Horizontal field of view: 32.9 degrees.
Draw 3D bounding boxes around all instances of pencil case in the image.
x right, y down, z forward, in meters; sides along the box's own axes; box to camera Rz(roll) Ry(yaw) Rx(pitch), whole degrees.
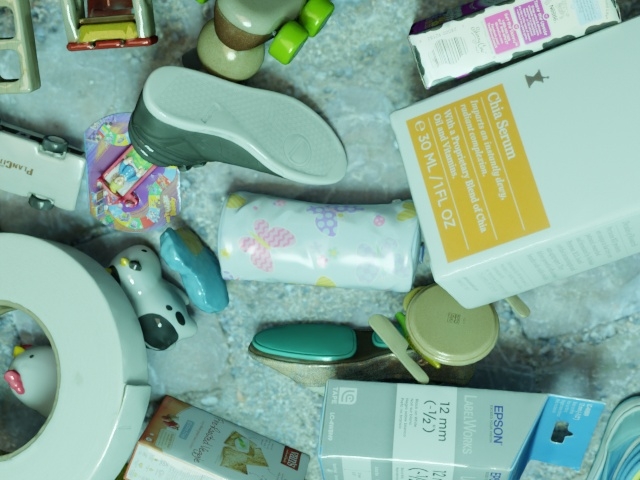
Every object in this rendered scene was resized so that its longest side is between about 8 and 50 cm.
[{"bbox_3d":[0.000,0.000,1.425,0.273,0.113,0.124,3,87,5],"label":"pencil case"}]

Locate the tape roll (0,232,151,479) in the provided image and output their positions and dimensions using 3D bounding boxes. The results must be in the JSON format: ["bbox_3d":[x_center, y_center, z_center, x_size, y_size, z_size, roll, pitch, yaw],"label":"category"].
[{"bbox_3d":[-0.407,0.183,1.414,0.392,0.072,0.391,-3,81,20],"label":"tape roll"}]

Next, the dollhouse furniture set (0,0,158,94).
[{"bbox_3d":[-0.384,-0.238,1.366,0.374,0.201,0.152,-3,105,1],"label":"dollhouse furniture set"}]

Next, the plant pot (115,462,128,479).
[{"bbox_3d":[-0.361,0.393,1.545,0.212,0.212,0.187,40,93,-5],"label":"plant pot"}]

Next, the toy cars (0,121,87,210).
[{"bbox_3d":[-0.503,-0.077,1.482,0.394,0.087,0.176,-20,110,9],"label":"toy cars"}]

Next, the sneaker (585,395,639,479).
[{"bbox_3d":[0.410,0.385,1.435,0.127,0.208,0.318,9,107,3],"label":"sneaker"}]

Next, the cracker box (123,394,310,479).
[{"bbox_3d":[-0.139,0.315,1.510,0.232,0.155,0.067,24,107,-1],"label":"cracker box"}]

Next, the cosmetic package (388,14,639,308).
[{"bbox_3d":[0.334,-0.106,1.267,0.453,0.161,0.230,-21,67,15],"label":"cosmetic package"}]

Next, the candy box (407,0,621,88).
[{"bbox_3d":[0.227,-0.260,1.297,0.234,0.159,0.071,-19,104,12],"label":"candy box"}]

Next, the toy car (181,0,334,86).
[{"bbox_3d":[-0.102,-0.258,1.377,0.155,0.149,0.188,37,136,-1],"label":"toy car"}]

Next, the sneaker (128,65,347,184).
[{"bbox_3d":[-0.115,-0.133,1.417,0.296,0.147,0.104,18,68,-26],"label":"sneaker"}]

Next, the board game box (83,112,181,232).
[{"bbox_3d":[-0.260,-0.087,1.473,0.133,0.033,0.168,2,107,7],"label":"board game box"}]

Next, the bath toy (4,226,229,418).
[{"bbox_3d":[-0.301,0.118,1.489,0.348,0.129,0.151,-36,65,14],"label":"bath toy"}]

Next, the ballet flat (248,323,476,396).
[{"bbox_3d":[0.060,0.172,1.474,0.316,0.107,0.106,-3,113,9],"label":"ballet flat"}]

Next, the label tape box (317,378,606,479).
[{"bbox_3d":[0.179,0.286,1.417,0.348,0.115,0.249,5,151,7],"label":"label tape box"}]

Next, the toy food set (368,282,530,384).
[{"bbox_3d":[0.169,0.107,1.417,0.192,0.038,0.132,-29,64,-19],"label":"toy food set"}]
